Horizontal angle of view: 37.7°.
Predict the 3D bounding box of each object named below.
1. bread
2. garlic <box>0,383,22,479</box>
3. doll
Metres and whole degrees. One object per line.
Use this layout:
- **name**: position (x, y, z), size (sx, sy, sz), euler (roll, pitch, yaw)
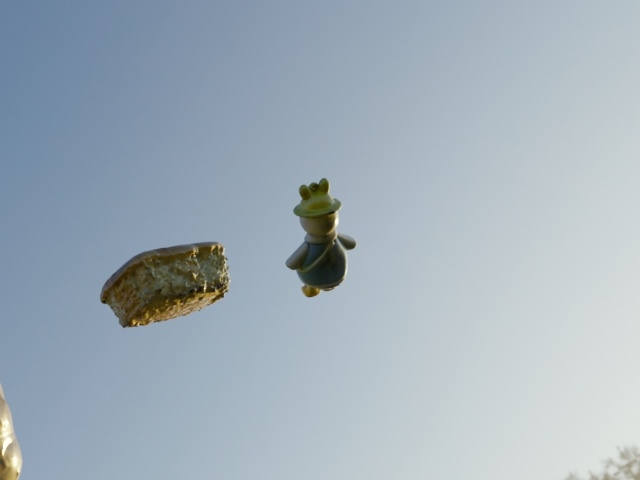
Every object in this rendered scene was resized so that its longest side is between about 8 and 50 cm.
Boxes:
- **bread**: position (-0.283, 0.081, 1.762), size (0.174, 0.121, 0.245), euler (-33, -11, 39)
- **garlic**: position (-0.420, 0.208, 0.931), size (0.212, 0.218, 0.218), euler (-8, -36, -34)
- **doll**: position (0.000, -0.001, 1.775), size (0.135, 0.098, 0.241), euler (-3, -64, 3)
